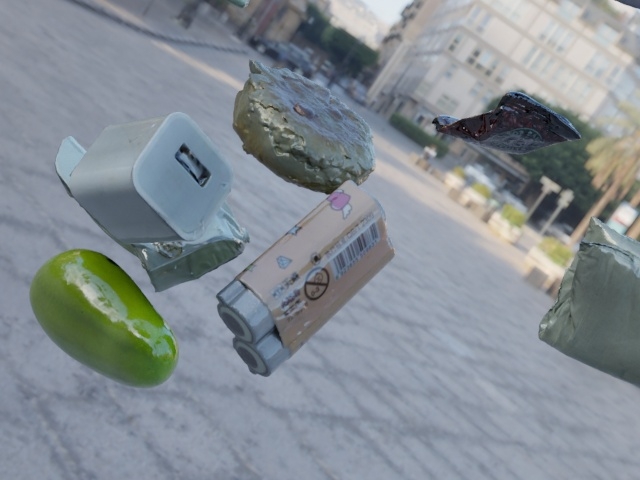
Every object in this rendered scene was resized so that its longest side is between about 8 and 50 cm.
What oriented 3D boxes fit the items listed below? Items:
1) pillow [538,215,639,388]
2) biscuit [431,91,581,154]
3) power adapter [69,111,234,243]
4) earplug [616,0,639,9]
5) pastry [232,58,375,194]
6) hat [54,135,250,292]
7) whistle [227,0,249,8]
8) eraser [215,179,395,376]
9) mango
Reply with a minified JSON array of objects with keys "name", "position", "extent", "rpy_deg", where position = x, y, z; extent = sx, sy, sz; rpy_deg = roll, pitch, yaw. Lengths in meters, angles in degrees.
[{"name":"pillow","position":[0.315,0.077,0.907],"extent":[0.181,0.134,0.078],"rpy_deg":[26,20,15]},{"name":"biscuit","position":[0.297,-0.184,1.553],"extent":[0.151,0.063,0.235],"rpy_deg":[13,-9,-27]},{"name":"power adapter","position":[-0.231,-0.072,1.172],"extent":[0.205,0.125,0.130],"rpy_deg":[-1,-39,42]},{"name":"earplug","position":[0.523,-0.501,1.360],"extent":[0.172,0.301,0.172],"rpy_deg":[15,-4,1]},{"name":"pastry","position":[-0.036,-0.210,1.868],"extent":[0.330,0.136,0.329],"rpy_deg":[27,30,-17]},{"name":"hat","position":[-0.260,-0.057,1.426],"extent":[0.301,0.168,0.258],"rpy_deg":[45,-13,2]},{"name":"whistle","position":[-0.250,-0.514,1.790],"extent":[0.253,0.105,0.101],"rpy_deg":[31,45,-3]},{"name":"eraser","position":[-0.016,0.058,1.423],"extent":[0.087,0.290,0.171],"rpy_deg":[21,-37,42]},{"name":"mango","position":[-0.306,0.116,1.355],"extent":[0.293,0.143,0.175],"rpy_deg":[30,-33,37]}]
